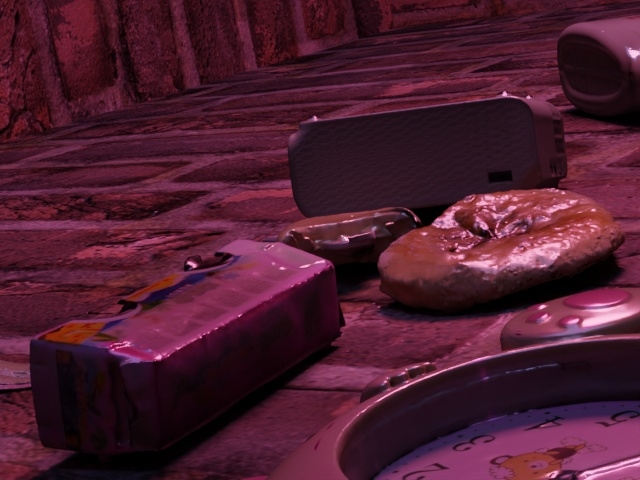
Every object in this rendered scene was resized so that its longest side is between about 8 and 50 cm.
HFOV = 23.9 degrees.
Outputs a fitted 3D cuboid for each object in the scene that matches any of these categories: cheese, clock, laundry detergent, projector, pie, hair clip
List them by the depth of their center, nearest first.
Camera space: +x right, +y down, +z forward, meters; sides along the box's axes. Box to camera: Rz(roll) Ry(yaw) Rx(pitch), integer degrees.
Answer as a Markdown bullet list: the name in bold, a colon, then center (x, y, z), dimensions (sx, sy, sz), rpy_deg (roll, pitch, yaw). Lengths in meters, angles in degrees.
- **clock**: center (0.104, 0.121, 0.657), dimensions (0.310, 0.114, 0.284), rpy_deg (-18, 15, -25)
- **hair clip**: center (-0.233, 0.103, 1.242), dimensions (0.137, 0.022, 0.054), rpy_deg (-8, 13, 10)
- **pie**: center (0.163, 0.007, 1.276), dimensions (0.185, 0.052, 0.218), rpy_deg (5, 21, 35)
- **cheese**: center (0.000, 0.001, 1.445), dimensions (0.127, 0.049, 0.235), rpy_deg (-13, 5, -17)
- **projector**: center (0.115, -0.089, 1.549), dimensions (0.251, 0.108, 0.198), rpy_deg (-7, 1, 18)
- **laundry detergent**: center (0.542, -0.257, 2.005), dimensions (0.398, 0.124, 0.264), rpy_deg (-11, 11, -11)

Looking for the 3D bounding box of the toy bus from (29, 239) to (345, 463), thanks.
- **toy bus**: center (-0.088, 0.073, 1.097), dimensions (0.112, 0.090, 0.274), rpy_deg (4, 17, 29)
